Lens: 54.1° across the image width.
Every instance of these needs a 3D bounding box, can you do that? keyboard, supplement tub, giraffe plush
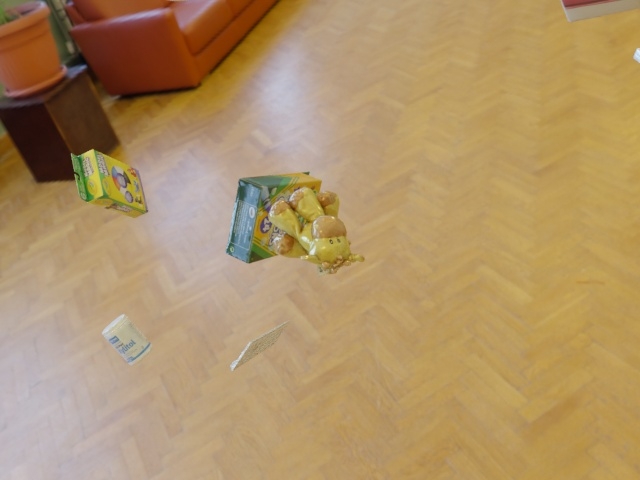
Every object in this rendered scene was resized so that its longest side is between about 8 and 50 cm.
[{"bbox_3d":[-0.123,0.219,1.339,0.072,0.014,0.256,-50,-9,12],"label":"keyboard"},{"bbox_3d":[-0.460,0.238,1.498,0.071,0.107,0.071,-36,14,11],"label":"supplement tub"},{"bbox_3d":[0.000,0.000,1.323,0.181,0.210,0.170,-28,18,-9],"label":"giraffe plush"}]

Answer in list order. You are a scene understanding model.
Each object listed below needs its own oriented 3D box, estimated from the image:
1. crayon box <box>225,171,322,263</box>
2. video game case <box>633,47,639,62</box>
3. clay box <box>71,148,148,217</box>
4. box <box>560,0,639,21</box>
[{"bbox_3d":[-0.104,-0.070,1.667,0.083,0.203,0.323,22,19,26],"label":"crayon box"},{"bbox_3d":[0.339,-0.135,0.533,0.087,0.011,0.122,-5,43,-10],"label":"video game case"},{"bbox_3d":[-0.528,-0.142,1.578,0.053,0.222,0.128,-21,75,13],"label":"clay box"},{"bbox_3d":[0.447,-0.490,1.019,0.126,0.232,0.149,-1,76,33],"label":"box"}]
